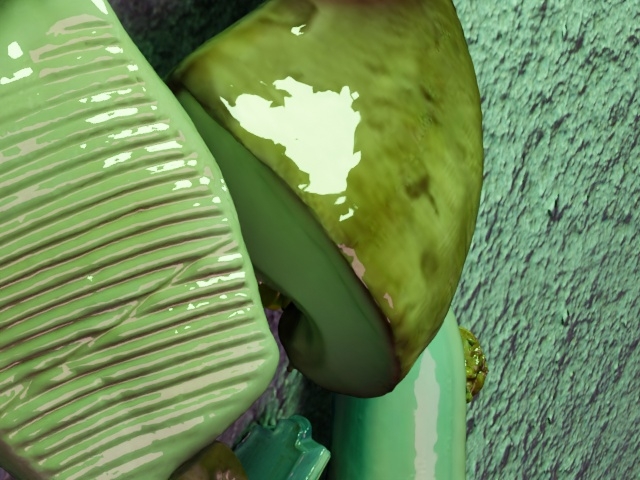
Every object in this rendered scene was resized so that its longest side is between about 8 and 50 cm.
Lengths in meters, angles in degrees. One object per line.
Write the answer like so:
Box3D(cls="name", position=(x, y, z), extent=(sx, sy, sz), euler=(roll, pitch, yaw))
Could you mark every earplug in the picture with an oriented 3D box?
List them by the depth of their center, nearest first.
Box3D(cls="earplug", position=(0.079, 0.181, 1.260), extent=(0.185, 0.185, 0.324), euler=(-8, 101, -47))

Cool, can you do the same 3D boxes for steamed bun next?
Box3D(cls="steamed bun", position=(-0.210, 0.000, 0.845), extent=(0.247, 0.236, 0.383), euler=(-39, 124, -22))

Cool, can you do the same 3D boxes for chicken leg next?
Box3D(cls="chicken leg", position=(0.119, 0.185, 1.385), extent=(0.207, 0.101, 0.085), euler=(-40, 101, -20))

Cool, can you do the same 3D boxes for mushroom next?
Box3D(cls="mushroom", position=(0.057, -0.099, 1.049), extent=(0.397, 0.313, 0.224), euler=(-46, 178, -34))

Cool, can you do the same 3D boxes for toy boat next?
Box3D(cls="toy boat", position=(-0.065, 0.289, 1.215), extent=(0.215, 0.088, 0.102), euler=(-54, 140, -22))

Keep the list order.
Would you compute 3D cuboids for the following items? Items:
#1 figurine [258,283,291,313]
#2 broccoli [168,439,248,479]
Box3D(cls="figurine", position=(-0.002, 0.000, 1.191), extent=(0.129, 0.109, 0.178), euler=(-43, 138, -66))
Box3D(cls="broccoli", position=(-0.192, 0.334, 1.032), extent=(0.361, 0.221, 0.252), euler=(-20, 83, -43))
